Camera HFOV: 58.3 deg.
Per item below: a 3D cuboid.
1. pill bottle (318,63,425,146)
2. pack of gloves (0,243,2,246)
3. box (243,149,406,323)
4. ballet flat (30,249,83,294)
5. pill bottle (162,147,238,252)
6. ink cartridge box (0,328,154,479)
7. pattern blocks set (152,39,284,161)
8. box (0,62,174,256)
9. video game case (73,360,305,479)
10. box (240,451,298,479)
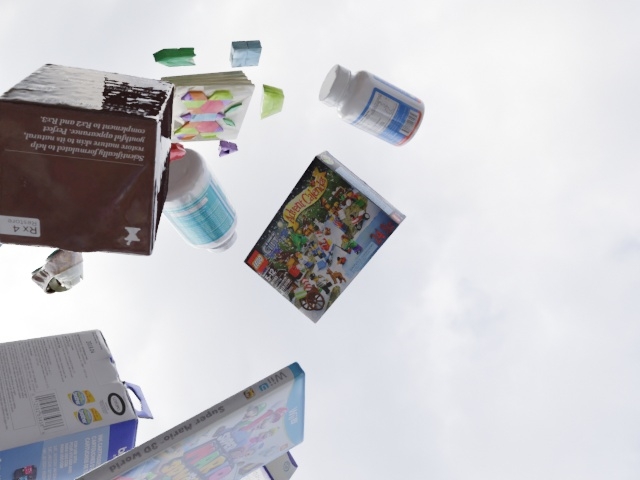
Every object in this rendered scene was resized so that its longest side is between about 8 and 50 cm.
[{"bbox_3d":[0.113,-0.308,1.292,0.124,0.222,0.124,-50,-153,38],"label":"pill bottle"},{"bbox_3d":[-0.554,-0.054,0.894,0.232,0.195,0.046,-42,-145,-18],"label":"pack of gloves"},{"bbox_3d":[0.000,0.000,0.895,0.159,0.044,0.233,40,-60,5],"label":"box"},{"bbox_3d":[-0.725,0.087,1.618,0.108,0.106,0.316,-35,-173,-39],"label":"ballet flat"},{"bbox_3d":[-0.279,-0.077,1.306,0.146,0.264,0.146,-9,-125,12],"label":"pill bottle"},{"bbox_3d":[-0.507,0.312,1.042,0.270,0.396,0.151,45,-50,43],"label":"ink cartridge box"},{"bbox_3d":[-0.202,-0.225,1.000,0.286,0.325,0.026,-13,-109,-9],"label":"pattern blocks set"},{"bbox_3d":[-0.275,-0.104,0.701,0.203,0.169,0.166,-108,-153,-62],"label":"box"},{"bbox_3d":[-0.085,0.163,0.428,0.166,0.119,0.015,-24,-128,-23],"label":"video game case"},{"bbox_3d":[-0.138,0.446,1.203,0.137,0.126,0.072,-5,-150,40],"label":"box"}]
